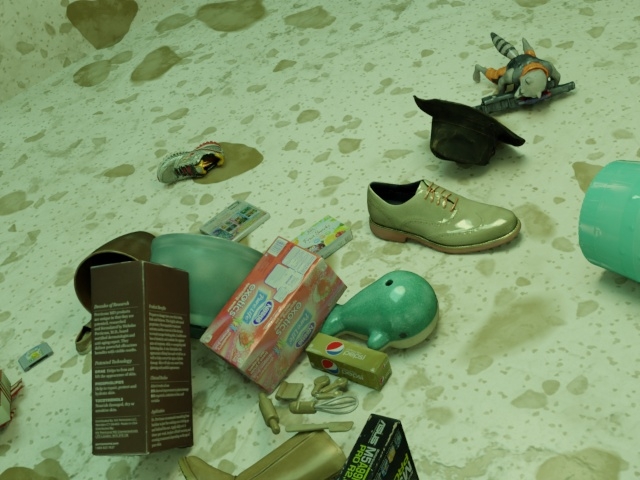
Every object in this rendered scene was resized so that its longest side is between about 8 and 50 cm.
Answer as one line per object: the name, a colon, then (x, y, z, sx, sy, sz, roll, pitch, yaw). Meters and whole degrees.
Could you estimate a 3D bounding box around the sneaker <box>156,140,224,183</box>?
sneaker: (-0.406, -0.239, 2.470, 0.225, 0.088, 0.093, -27, 40, -10)

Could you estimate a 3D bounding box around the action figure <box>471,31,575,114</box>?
action figure: (0.551, -0.486, 2.326, 0.341, 0.178, 0.330, -18, 29, -3)

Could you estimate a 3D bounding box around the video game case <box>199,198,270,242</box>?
video game case: (-0.243, -0.051, 2.233, 0.157, 0.019, 0.143, -39, 43, -25)

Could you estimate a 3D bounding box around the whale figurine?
whale figurine: (0.123, 0.149, 1.749, 0.272, 0.141, 0.216, -8, 40, 19)

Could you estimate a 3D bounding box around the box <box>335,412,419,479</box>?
box: (0.080, 0.464, 1.327, 0.060, 0.216, 0.270, 7, 44, 31)

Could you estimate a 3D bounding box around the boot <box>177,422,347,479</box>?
boot: (-0.116, 0.444, 1.543, 0.269, 0.089, 0.236, -30, 43, -19)

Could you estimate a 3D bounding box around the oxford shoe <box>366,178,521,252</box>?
oxford shoe: (0.290, -0.069, 1.940, 0.397, 0.146, 0.140, 4, 43, 26)

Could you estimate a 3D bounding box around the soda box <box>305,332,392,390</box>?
soda box: (0.061, 0.260, 1.702, 0.181, 0.061, 0.058, 13, 47, 33)

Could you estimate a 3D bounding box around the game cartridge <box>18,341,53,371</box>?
game cartridge: (-0.728, 0.295, 2.011, 0.083, 0.017, 0.056, -35, 38, -20)

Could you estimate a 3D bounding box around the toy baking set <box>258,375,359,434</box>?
toy baking set: (-0.027, 0.333, 1.612, 0.197, 0.030, 0.256, -17, 18, -5)

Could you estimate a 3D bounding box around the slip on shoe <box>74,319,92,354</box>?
slip on shoe: (-0.589, 0.228, 2.014, 0.051, 0.041, 0.135, 0, 42, 22)

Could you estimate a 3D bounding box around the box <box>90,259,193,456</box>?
box: (-0.368, 0.243, 1.632, 0.143, 0.191, 0.381, -5, 79, 18)

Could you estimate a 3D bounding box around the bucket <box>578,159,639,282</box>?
bucket: (0.689, -0.040, 1.655, 0.281, 0.281, 0.183, -38, 34, -23)

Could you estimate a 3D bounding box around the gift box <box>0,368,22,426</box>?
gift box: (-0.856, 0.343, 1.822, 0.255, 0.258, 0.276, -27, 19, -8)

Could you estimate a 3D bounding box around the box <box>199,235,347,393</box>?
box: (-0.100, 0.163, 1.755, 0.154, 0.142, 0.300, 24, 73, 41)

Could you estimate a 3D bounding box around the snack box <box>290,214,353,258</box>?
snack box: (0.000, 0.000, 2.060, 0.141, 0.037, 0.100, -36, 40, -21)

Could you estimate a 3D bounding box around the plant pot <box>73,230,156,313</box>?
plant pot: (-0.498, 0.070, 2.062, 0.215, 0.215, 0.230, -9, 25, 11)

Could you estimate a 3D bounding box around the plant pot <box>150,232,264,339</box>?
plant pot: (-0.274, 0.125, 1.857, 0.293, 0.293, 0.196, 1, 69, 23)

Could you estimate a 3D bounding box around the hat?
hat: (0.372, -0.272, 2.117, 0.331, 0.331, 0.134, 26, 94, 41)
